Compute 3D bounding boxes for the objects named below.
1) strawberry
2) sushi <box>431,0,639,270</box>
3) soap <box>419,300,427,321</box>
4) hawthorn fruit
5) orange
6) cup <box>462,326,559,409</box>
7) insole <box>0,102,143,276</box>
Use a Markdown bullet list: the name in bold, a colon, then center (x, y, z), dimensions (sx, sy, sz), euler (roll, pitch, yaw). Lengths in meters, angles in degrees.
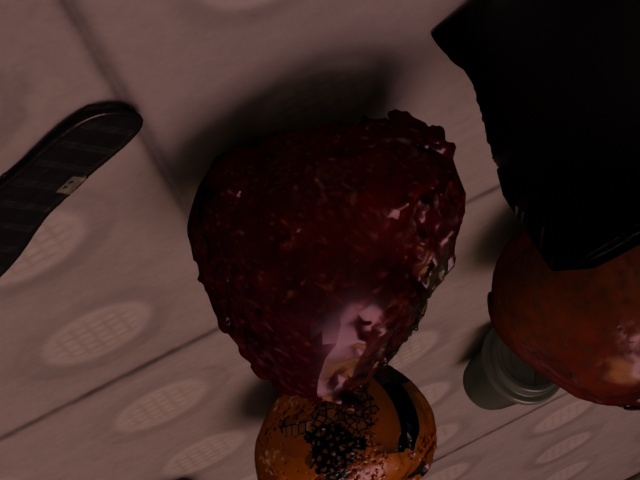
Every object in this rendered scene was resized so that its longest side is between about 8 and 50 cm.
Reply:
- **strawberry**: center (0.000, 0.000, 1.380), dimensions (0.274, 0.220, 0.274), euler (-61, 176, -7)
- **sushi**: center (0.263, -0.127, 1.363), dimensions (0.215, 0.227, 0.212), euler (-33, 165, 28)
- **soap**: center (0.057, 0.091, 1.845), dimensions (0.140, 0.045, 0.089), euler (-15, 158, -31)
- **hawthorn fruit**: center (0.354, 0.080, 1.838), dimensions (0.276, 0.307, 0.276), euler (-37, 169, -9)
- **orange**: center (0.026, 0.244, 1.967), dimensions (0.234, 0.182, 0.234), euler (-34, 167, -9)
- **cup**: center (0.255, 0.173, 2.179), dimensions (0.120, 0.120, 0.141), euler (-18, 166, -22)
- **insole**: center (-0.250, -0.013, 1.302), dimensions (0.309, 0.012, 0.110), euler (-39, 154, 27)
